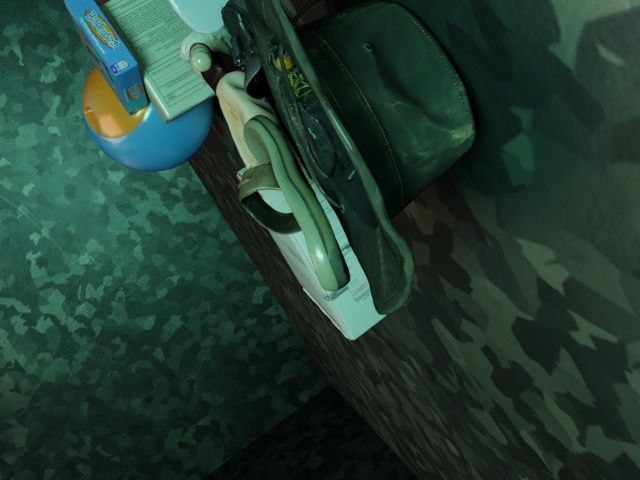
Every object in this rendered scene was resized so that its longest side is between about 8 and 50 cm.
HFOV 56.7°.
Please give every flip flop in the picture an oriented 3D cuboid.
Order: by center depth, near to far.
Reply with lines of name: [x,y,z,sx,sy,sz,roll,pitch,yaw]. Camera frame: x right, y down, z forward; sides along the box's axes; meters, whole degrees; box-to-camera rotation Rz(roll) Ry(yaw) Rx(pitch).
flip flop: [-0.046,-0.043,0.647,0.112,0.080,0.277,59,-177,-47]

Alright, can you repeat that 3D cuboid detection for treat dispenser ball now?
treat dispenser ball: [-0.388,-0.301,1.347,0.288,0.288,0.288,53,168,16]

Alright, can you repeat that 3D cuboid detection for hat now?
hat: [0.045,-0.107,0.511,0.331,0.134,0.331,157,90,-85]

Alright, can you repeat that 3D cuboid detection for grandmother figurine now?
grandmother figurine: [-0.126,-0.224,0.895,0.342,0.104,0.208,55,-175,35]

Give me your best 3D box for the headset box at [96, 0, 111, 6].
headset box: [-0.515,-0.666,1.293,0.218,0.110,0.293,49,167,27]

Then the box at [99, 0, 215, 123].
box: [-0.300,-0.366,1.151,0.232,0.148,0.127,60,167,-15]

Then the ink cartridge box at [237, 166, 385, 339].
ink cartridge box: [0.000,0.000,0.994,0.207,0.117,0.283,43,165,50]

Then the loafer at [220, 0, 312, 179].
loafer: [-0.051,-0.198,0.732,0.302,0.095,0.109,51,167,23]

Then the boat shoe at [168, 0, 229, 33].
boat shoe: [-0.196,-0.406,0.804,0.084,0.095,0.258,-148,37,-72]

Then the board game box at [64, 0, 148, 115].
board game box: [-0.390,-0.339,1.096,0.160,0.047,0.210,56,166,-1]
